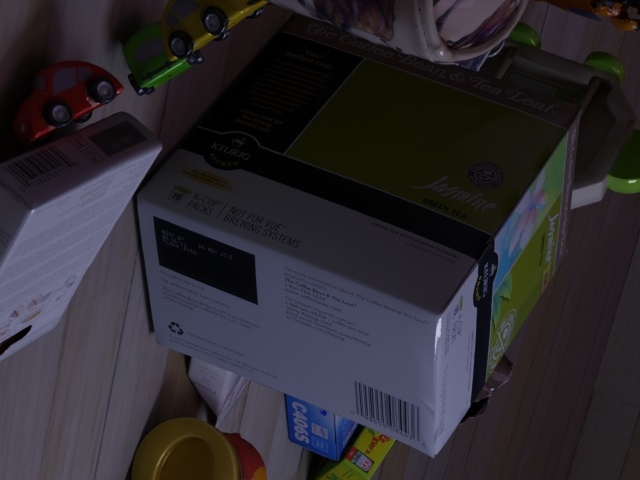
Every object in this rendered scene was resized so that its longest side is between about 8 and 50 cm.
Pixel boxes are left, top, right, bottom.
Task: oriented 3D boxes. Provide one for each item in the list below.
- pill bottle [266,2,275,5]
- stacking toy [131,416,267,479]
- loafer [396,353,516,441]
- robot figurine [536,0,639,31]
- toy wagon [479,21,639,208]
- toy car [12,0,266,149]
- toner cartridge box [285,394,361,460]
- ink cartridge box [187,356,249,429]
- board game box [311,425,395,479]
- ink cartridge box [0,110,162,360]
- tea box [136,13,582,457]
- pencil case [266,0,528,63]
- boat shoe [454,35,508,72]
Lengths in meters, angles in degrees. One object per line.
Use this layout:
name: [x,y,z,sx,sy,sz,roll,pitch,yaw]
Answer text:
pill bottle: [-0.055,-0.259,1.695,0.152,0.086,0.086,-13,122,-65]
stacking toy: [-0.093,0.368,1.949,0.309,0.279,0.130,-65,158,4]
loafer: [0.153,0.211,2.471,0.134,0.130,0.366,-54,180,-23]
robot figurine: [0.404,-0.322,2.477,0.211,0.291,0.085,-14,123,-64]
toy wagon: [0.285,-0.129,2.293,0.267,0.344,0.068,-57,158,-28]
toy car: [-0.148,-0.157,1.550,0.239,0.053,0.225,-30,-177,5]
toner cartridge box: [0.072,0.099,2.370,0.348,0.075,0.165,-54,155,-33]
ink cartridge box: [-0.086,0.102,2.052,0.181,0.056,0.225,-57,175,-28]
board game box: [0.045,0.284,2.413,0.092,0.043,0.181,-55,-178,-25]
ink cartridge box: [-0.247,0.011,1.546,0.232,0.066,0.189,-51,170,33]
tea box: [0.044,-0.015,1.834,0.323,0.329,0.220,-52,153,-36]
pencil case: [-0.012,-0.266,1.384,0.183,0.410,0.160,-54,141,-13]
boat shoe: [0.174,-0.250,2.258,0.254,0.095,0.079,-64,157,-7]
